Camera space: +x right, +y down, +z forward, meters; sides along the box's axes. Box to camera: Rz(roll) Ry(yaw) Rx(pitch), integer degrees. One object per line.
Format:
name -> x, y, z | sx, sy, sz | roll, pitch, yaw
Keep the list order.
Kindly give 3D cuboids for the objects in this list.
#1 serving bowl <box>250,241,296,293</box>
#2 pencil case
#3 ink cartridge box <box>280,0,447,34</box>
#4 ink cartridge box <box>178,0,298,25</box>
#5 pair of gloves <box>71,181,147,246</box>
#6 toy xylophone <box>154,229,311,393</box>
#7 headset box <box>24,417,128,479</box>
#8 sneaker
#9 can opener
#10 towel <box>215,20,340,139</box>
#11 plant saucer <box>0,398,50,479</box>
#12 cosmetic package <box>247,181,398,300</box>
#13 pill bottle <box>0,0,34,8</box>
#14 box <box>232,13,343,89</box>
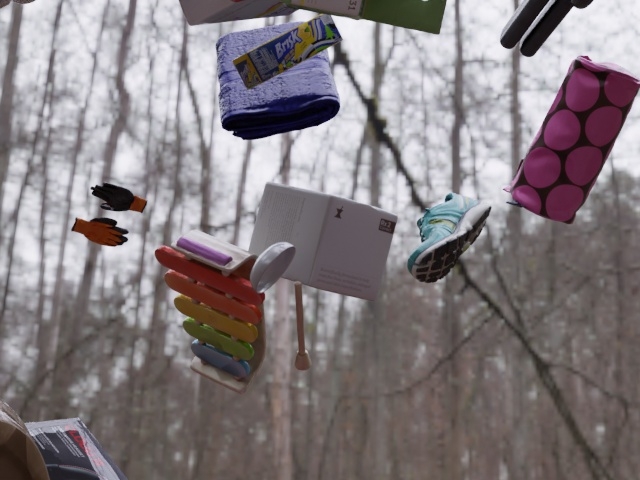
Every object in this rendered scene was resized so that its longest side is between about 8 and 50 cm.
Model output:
serving bowl -> -0.071, 0.033, 1.517 | 0.027, 0.083, 0.083 | 38, -15, 14
pencil case -> 0.310, -0.126, 1.358 | 0.095, 0.209, 0.098 | 4, 27, -49
ink cartridge box -> 0.074, -0.404, 1.591 | 0.235, 0.171, 0.056 | 13, 5, 11
ink cartridge box -> -0.079, -0.473, 1.874 | 0.226, 0.131, 0.306 | -20, 1, 35
pair of gloves -> -0.262, -0.031, 1.364 | 0.074, 0.010, 0.083 | 21, -70, -26
toy xylophone -> -0.137, 0.117, 1.777 | 0.236, 0.081, 0.323 | 16, -44, 29
headset box -> -0.337, 0.321, 1.272 | 0.293, 0.110, 0.218 | 4, 30, -50
sneaker -> 0.234, -0.009, 2.155 | 0.110, 0.275, 0.107 | 28, -51, 18
can opener -> 0.366, -0.371, 1.723 | 0.076, 0.095, 0.283 | 21, -31, -8
towel -> -0.088, -0.313, 2.143 | 0.227, 0.308, 0.076 | -9, -48, -1
plant saucer -> -0.282, 0.246, 0.816 | 0.041, 0.278, 0.278 | 5, -18, 21
cosmetic package -> 0.000, 0.000, 1.811 | 0.151, 0.152, 0.183 | 14, 1, -39
pill bottle -> -0.435, -0.431, 1.659 | 0.117, 0.208, 0.118 | 31, -36, 26
box -> -0.051, -0.299, 1.722 | 0.169, 0.054, 0.059 | -32, 10, -27
